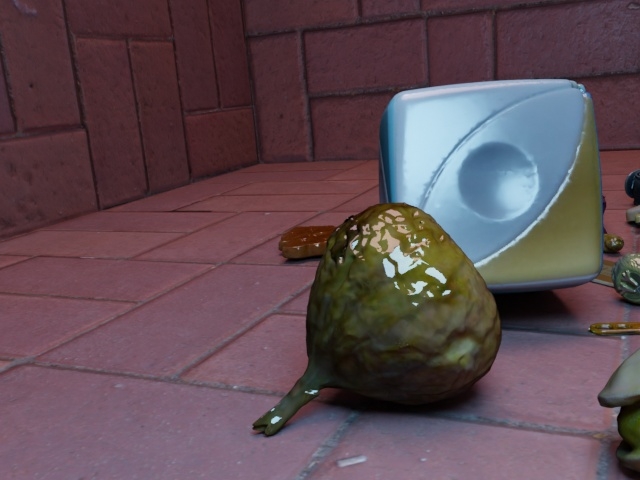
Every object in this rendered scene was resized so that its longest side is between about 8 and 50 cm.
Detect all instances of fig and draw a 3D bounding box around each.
[{"bbox_3d":[0.050,0.127,0.962,0.368,0.286,0.286,-33,20,-13],"label":"fig"}]

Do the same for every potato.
[{"bbox_3d":[0.657,0.007,1.618,0.045,0.046,0.092,-44,11,-9],"label":"potato"}]

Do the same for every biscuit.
[{"bbox_3d":[0.000,0.000,1.911,0.283,0.043,0.306,-12,12,-22],"label":"biscuit"}]

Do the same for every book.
[{"bbox_3d":[0.590,0.066,1.459,0.118,0.012,0.172,-12,15,-26],"label":"book"}]

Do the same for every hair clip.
[{"bbox_3d":[0.852,-0.059,1.795,0.159,0.071,0.218,-12,10,-16],"label":"hair clip"}]

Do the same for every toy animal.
[{"bbox_3d":[0.592,0.073,1.267,0.098,0.098,0.137,-15,32,-36],"label":"toy animal"}]

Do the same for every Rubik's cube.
[{"bbox_3d":[0.284,-0.076,1.284,0.347,0.352,0.351,-2,-3,2],"label":"Rubik's cube"}]

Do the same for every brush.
[{"bbox_3d":[0.596,0.138,1.143,0.314,0.017,0.090,-3,10,12],"label":"brush"}]

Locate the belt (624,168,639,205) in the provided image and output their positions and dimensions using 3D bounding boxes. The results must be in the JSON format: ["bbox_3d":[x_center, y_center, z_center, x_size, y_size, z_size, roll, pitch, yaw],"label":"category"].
[{"bbox_3d":[1.002,-0.152,2.006,0.267,0.116,0.206,5,21,29],"label":"belt"}]

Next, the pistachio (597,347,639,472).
[{"bbox_3d":[0.447,0.163,0.781,0.287,0.166,0.197,-10,-10,-3],"label":"pistachio"}]

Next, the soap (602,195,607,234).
[{"bbox_3d":[0.619,-0.061,1.771,0.182,0.112,0.289,-2,13,16],"label":"soap"}]
